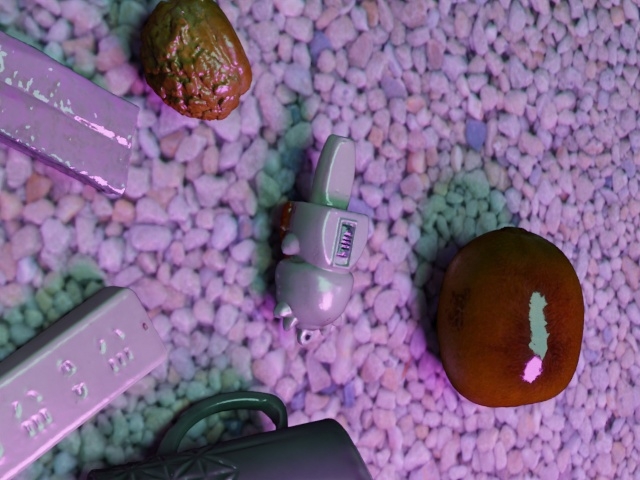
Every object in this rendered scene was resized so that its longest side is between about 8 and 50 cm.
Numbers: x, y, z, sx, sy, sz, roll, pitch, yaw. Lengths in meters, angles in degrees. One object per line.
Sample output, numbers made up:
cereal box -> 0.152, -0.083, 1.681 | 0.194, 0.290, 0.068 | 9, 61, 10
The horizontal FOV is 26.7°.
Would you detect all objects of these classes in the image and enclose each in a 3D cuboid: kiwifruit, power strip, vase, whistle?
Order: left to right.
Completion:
power strip -> -0.298, 0.165, 1.393 | 0.338, 0.058, 0.098 | -38, 114, -31
vase -> -0.104, 0.276, 1.482 | 0.300, 0.156, 0.251 | -4, 50, -22
whistle -> 0.000, 0.000, 1.601 | 0.101, 0.105, 0.253 | 6, 95, -69
kiwifruit -> 0.244, 0.097, 1.744 | 0.196, 0.196, 0.234 | -8, 99, -38

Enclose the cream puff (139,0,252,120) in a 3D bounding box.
cream puff -> -0.140, -0.195, 1.470 | 0.103, 0.126, 0.144 | -32, 102, -17

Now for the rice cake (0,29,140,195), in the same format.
rice cake -> -0.315, -0.149, 1.376 | 0.298, 0.050, 0.106 | 26, 76, -36
